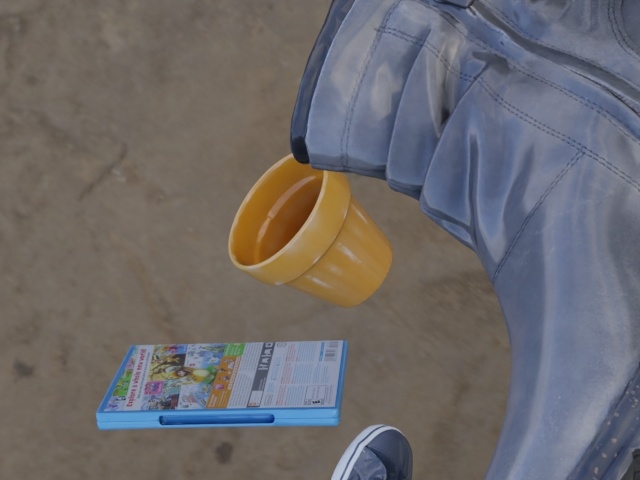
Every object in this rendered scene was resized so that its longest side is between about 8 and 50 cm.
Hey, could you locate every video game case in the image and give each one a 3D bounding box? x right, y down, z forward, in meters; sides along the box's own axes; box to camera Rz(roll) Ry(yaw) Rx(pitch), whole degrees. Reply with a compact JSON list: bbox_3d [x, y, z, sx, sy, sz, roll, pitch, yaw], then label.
[{"bbox_3d":[-0.066,0.102,0.949,0.166,0.119,0.015,-1,109,5],"label":"video game case"}]

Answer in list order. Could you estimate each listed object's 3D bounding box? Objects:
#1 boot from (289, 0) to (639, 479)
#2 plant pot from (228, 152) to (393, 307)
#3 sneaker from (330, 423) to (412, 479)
[{"bbox_3d":[0.078,-0.008,0.601,0.223,0.118,0.338,22,66,20],"label":"boot"},{"bbox_3d":[0.000,0.000,1.963,0.205,0.188,0.205,-35,35,29],"label":"plant pot"},{"bbox_3d":[0.064,0.378,1.631,0.127,0.126,0.321,-3,53,44],"label":"sneaker"}]
